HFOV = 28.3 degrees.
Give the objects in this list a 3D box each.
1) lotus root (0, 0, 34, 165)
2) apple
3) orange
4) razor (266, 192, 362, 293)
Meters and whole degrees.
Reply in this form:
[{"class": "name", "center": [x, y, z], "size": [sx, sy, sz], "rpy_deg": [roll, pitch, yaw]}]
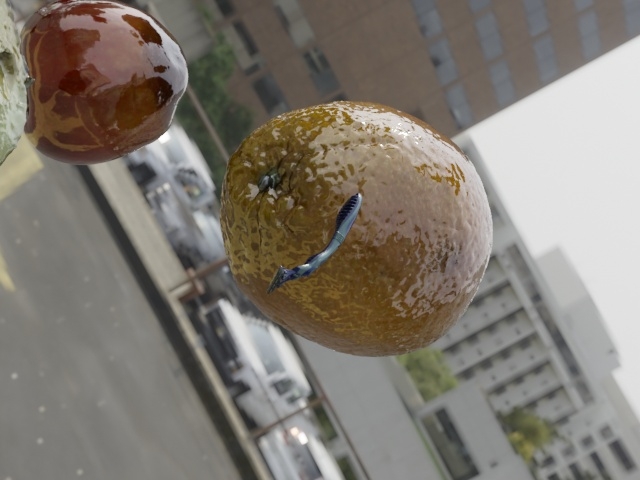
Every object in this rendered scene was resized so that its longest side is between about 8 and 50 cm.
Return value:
[{"class": "lotus root", "center": [-0.402, -0.178, 1.184], "size": [0.260, 0.149, 0.267], "rpy_deg": [-67, 146, -57]}, {"class": "apple", "center": [-0.281, -0.205, 1.634], "size": [0.230, 0.230, 0.230], "rpy_deg": [61, 2, -4]}, {"class": "orange", "center": [0.039, -0.019, 1.553], "size": [0.357, 0.322, 0.322], "rpy_deg": [23, 32, -47]}, {"class": "razor", "center": [0.003, 0.003, 1.278], "size": [0.028, 0.154, 0.044], "rpy_deg": [40, -36, 6]}]
